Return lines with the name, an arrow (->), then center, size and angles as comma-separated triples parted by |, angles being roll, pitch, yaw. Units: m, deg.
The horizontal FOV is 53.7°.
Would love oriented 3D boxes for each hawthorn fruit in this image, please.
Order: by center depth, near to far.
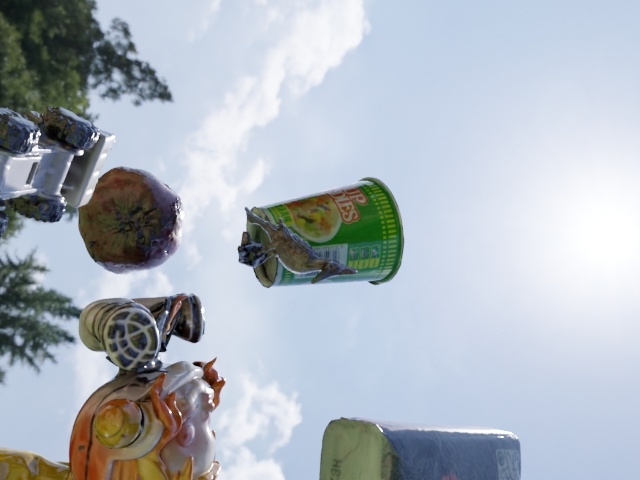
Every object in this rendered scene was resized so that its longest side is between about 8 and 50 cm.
hawthorn fruit -> -0.316, -0.040, 1.066 | 0.181, 0.181, 0.235 | -67, -160, 5

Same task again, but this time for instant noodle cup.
instant noodle cup -> 0.000, 0.000, 1.132 | 0.207, 0.233, 0.206 | 33, -53, 57

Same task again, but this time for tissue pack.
tissue pack -> 0.127, 0.327, 0.726 | 0.103, 0.316, 0.227 | -8, -110, 41

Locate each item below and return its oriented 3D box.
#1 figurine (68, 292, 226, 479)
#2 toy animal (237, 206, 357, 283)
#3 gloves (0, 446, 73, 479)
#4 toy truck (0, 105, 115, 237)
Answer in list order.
figurine -> -0.240, 0.237, 0.865 | 0.196, 0.320, 0.322 | -4, -93, 11
toy animal -> -0.042, 0.016, 0.931 | 0.203, 0.070, 0.105 | 19, -127, 16
gloves -> -0.551, 0.358, 1.025 | 0.133, 0.295, 0.116 | -58, -166, 23
toy truck -> -0.335, -0.089, 0.696 | 0.136, 0.111, 0.286 | -63, 176, 11
